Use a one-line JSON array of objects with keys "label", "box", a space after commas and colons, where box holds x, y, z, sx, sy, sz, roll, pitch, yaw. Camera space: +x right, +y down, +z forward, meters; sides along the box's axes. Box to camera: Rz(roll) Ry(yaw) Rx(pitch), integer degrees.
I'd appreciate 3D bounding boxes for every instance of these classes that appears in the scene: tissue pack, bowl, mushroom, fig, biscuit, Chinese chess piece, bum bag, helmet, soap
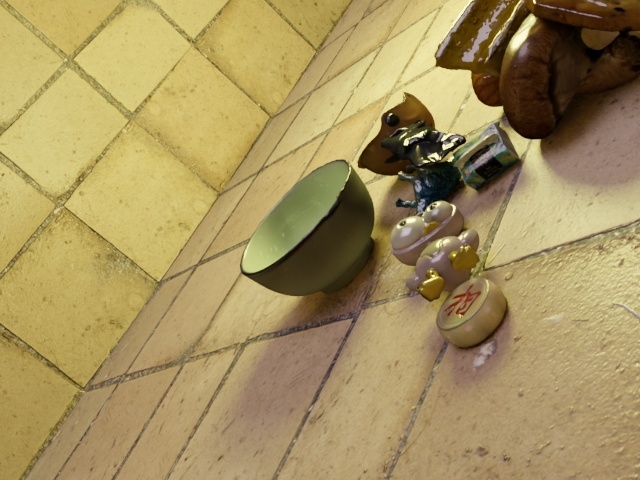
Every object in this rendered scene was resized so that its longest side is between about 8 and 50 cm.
[{"label": "tissue pack", "box": [0.328, -0.173, 1.674, 0.111, 0.079, 0.085, -37, 51, 27]}, {"label": "bowl", "box": [0.000, 0.000, 1.914, 0.354, 0.185, 0.354, -41, 20, 19]}, {"label": "mushroom", "box": [0.446, -0.308, 1.574, 0.267, 0.267, 0.254, -47, 51, 2]}, {"label": "fig", "box": [0.419, -0.378, 1.810, 0.134, 0.146, 0.201, -10, -2, -21]}, {"label": "biscuit", "box": [0.548, -0.446, 1.510, 0.359, 0.046, 0.359, -2, 32, 1]}, {"label": "Chinese chess piece", "box": [0.246, 0.117, 1.356, 0.122, 0.051, 0.122, -42, 19, 18]}, {"label": "bum bag", "box": [0.220, -0.215, 1.810, 0.123, 0.060, 0.248, -26, 17, -10]}, {"label": "helmet", "box": [0.200, -0.240, 2.012, 0.224, 0.130, 0.198, -53, -14, -23]}, {"label": "soap", "box": [0.425, -0.439, 1.788, 0.169, 0.304, 0.338, 34, 89, 37]}]

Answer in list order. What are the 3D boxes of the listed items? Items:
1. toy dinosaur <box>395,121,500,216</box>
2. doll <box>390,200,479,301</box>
[{"label": "toy dinosaur", "box": [0.251, -0.127, 1.796, 0.147, 0.076, 0.363, 22, 69, 44]}, {"label": "doll", "box": [0.215, 0.014, 1.552, 0.160, 0.094, 0.365, -41, 18, 10]}]
